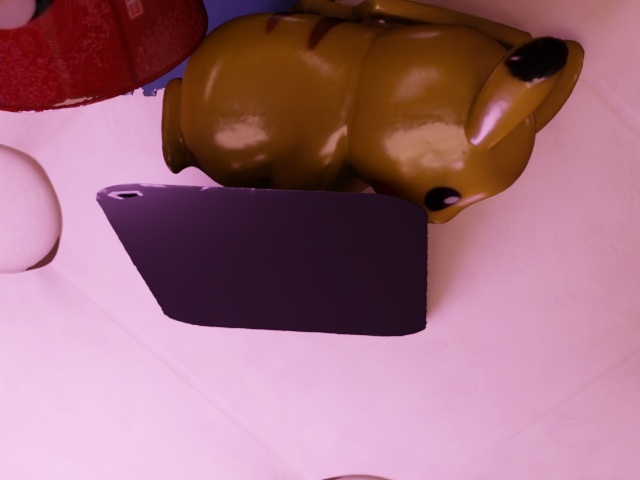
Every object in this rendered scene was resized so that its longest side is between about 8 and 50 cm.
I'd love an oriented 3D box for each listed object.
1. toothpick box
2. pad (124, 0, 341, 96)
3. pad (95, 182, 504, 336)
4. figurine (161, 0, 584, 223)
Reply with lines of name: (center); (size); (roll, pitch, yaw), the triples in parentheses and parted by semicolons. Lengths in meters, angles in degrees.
toothpick box: (-0.215, -0.284, 1.079); (0.204, 0.204, 0.333); (-4, 124, 14)
pad: (-0.116, -0.239, 1.227); (0.269, 0.012, 0.269); (2, 121, 11)
pad: (0.001, 0.001, 1.232); (0.315, 0.063, 0.375); (4, 162, 4)
figurine: (0.050, -0.105, 1.158); (0.327, 0.218, 0.169); (10, 102, 22)
